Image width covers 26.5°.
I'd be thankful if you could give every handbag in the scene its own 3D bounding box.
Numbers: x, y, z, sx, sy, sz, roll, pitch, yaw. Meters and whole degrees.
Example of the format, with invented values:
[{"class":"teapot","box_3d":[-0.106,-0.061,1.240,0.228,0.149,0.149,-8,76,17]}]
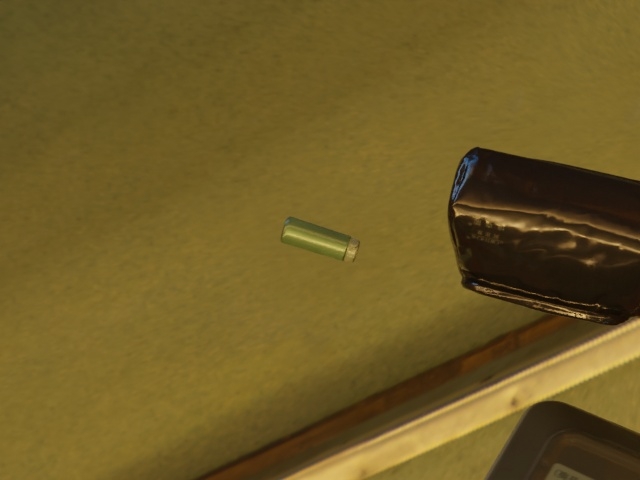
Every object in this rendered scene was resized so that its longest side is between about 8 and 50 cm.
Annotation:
[{"class":"handbag","box_3d":[0.320,0.025,1.868,0.302,0.275,0.177,13,55,13]}]

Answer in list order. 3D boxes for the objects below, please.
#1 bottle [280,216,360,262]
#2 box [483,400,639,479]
[{"class":"bottle","box_3d":[0.000,0.000,1.463,0.083,0.030,0.030,17,99,5]},{"class":"box","box_3d":[0.368,0.398,1.723,0.367,0.373,0.090,21,136,21]}]
